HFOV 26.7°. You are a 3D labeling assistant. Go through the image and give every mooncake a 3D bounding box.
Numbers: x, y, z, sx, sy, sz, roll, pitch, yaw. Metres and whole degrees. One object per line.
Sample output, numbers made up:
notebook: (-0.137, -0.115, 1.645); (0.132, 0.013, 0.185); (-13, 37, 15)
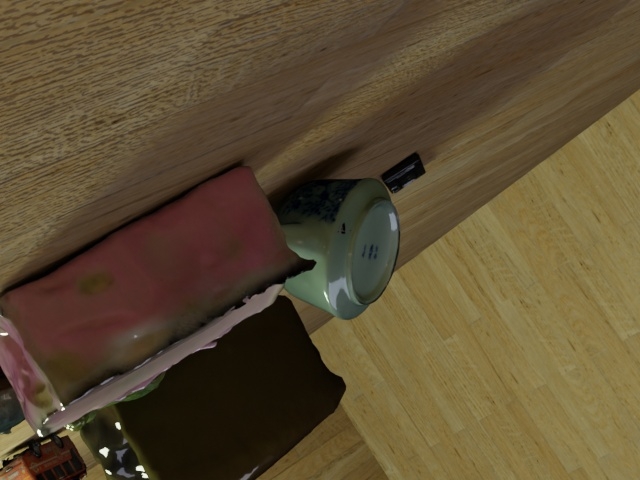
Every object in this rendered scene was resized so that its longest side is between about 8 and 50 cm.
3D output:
mooncake: (-0.178, 0.222, 1.738); (0.394, 0.246, 0.393); (-34, 173, 29)

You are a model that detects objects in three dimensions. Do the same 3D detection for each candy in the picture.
candy: (-0.151, 0.055, 1.176); (0.265, 0.116, 0.155); (-31, 174, -23)

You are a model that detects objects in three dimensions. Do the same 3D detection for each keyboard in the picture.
keyboard: (0.119, -0.093, 1.909); (0.061, 0.013, 0.204); (-33, 174, 4)

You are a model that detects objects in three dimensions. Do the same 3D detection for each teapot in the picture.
teapot: (0.000, 0.000, 1.497); (0.159, 0.159, 0.232); (-36, 162, 20)

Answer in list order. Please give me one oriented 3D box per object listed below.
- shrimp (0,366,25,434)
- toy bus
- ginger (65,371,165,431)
shrimp: (-0.357, 0.179, 1.331); (0.178, 0.075, 0.289); (-28, 179, 37)
toy bus: (-0.463, 0.382, 2.252); (0.073, 0.096, 0.235); (-32, 173, 8)
ginger: (-0.182, 0.106, 1.463); (0.290, 0.089, 0.137); (-36, -170, 5)
